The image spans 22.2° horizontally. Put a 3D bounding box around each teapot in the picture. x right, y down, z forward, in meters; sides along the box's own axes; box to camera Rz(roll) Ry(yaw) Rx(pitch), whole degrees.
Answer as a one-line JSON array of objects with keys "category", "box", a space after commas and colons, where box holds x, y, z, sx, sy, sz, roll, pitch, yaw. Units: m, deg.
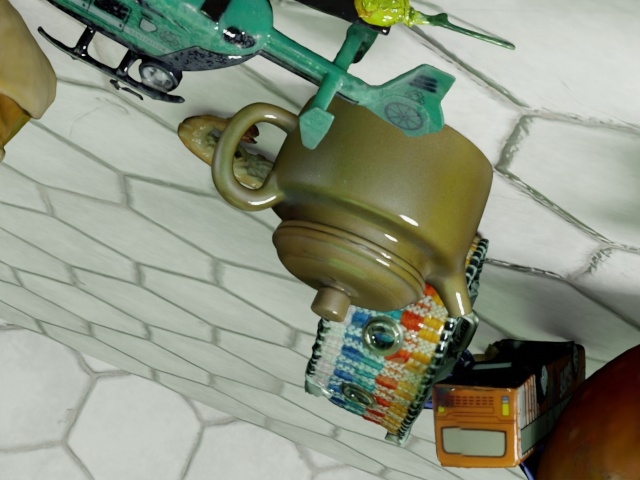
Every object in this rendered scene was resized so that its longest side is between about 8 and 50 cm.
[{"category": "teapot", "box": [0.027, -0.019, 1.402, 0.267, 0.175, 0.185, 27, 162, -14]}]

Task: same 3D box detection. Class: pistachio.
[{"category": "pistachio", "box": [-0.347, -0.161, 1.496, 0.197, 0.166, 0.288, 45, 173, 11]}]

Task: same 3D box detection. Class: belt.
[{"category": "belt", "box": [0.076, 0.080, 1.608, 0.150, 0.207, 0.257, 24, 159, 7]}]

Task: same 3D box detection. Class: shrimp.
[{"category": "shrimp", "box": [-0.057, -0.081, 1.592, 0.178, 0.034, 0.124, 27, 159, 2]}]

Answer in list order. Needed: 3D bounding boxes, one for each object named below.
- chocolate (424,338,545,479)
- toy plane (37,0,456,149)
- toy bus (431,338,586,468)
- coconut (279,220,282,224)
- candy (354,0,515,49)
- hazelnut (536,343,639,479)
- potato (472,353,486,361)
[{"category": "chocolate", "box": [0.205, 0.188, 1.920, 0.343, 0.148, 0.126, 30, -173, -14]}, {"category": "toy plane", "box": [-0.081, -0.167, 1.205, 0.381, 0.106, 0.155, 29, 153, -2]}, {"category": "toy bus", "box": [0.197, 0.154, 1.636, 0.093, 0.092, 0.409, -2, -179, 18]}, {"category": "coconut", "box": [0.000, 0.000, 1.692, 0.081, 0.083, 0.082, 32, -156, -26]}, {"category": "candy", "box": [0.082, -0.155, 1.141, 0.123, 0.035, 0.035, 17, 177, -11]}, {"category": "hazelnut", "box": [0.398, 0.282, 1.529, 0.402, 0.402, 0.429, 19, 148, 15]}, {"category": "potato", "box": [0.223, 0.167, 2.003, 0.092, 0.045, 0.046, 16, 121, 13]}]
